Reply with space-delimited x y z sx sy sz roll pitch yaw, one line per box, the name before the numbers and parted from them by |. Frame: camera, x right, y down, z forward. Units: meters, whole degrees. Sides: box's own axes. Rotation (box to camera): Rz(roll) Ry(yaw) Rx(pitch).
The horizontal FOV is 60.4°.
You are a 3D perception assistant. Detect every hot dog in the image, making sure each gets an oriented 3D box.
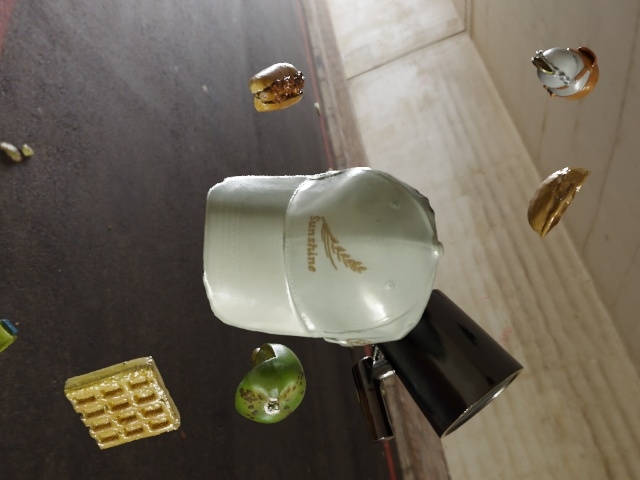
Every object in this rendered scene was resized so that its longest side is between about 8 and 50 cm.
hot dog | -0.090 -0.364 1.294 0.249 0.076 0.102 -49 123 -62

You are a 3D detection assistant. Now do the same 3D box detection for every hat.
hat | 0.000 0.002 0.696 0.301 0.168 0.258 6 76 -32

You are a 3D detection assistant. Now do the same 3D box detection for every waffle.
waffle | -0.503 0.420 1.419 0.055 0.220 0.248 -112 -170 -55

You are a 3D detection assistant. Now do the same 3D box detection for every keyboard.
keyboard | 0.157 0.252 1.440 0.094 0.025 0.231 -50 152 -56

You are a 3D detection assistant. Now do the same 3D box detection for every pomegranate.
pomegranate | -0.088 0.269 1.051 0.169 0.122 0.143 -65 168 -81

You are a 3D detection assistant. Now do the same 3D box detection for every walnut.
walnut | 0.348 -0.065 0.825 0.052 0.121 0.091 35 4 21

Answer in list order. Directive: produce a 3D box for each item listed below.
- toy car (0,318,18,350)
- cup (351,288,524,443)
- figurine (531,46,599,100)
toy car | -0.590 0.184 0.813 0.142 0.248 0.200 51 -27 -10
cup | 0.165 0.201 0.852 0.177 0.239 0.166 50 -28 26
figurine | 0.640 -0.446 1.466 0.143 0.271 0.144 33 -50 51
